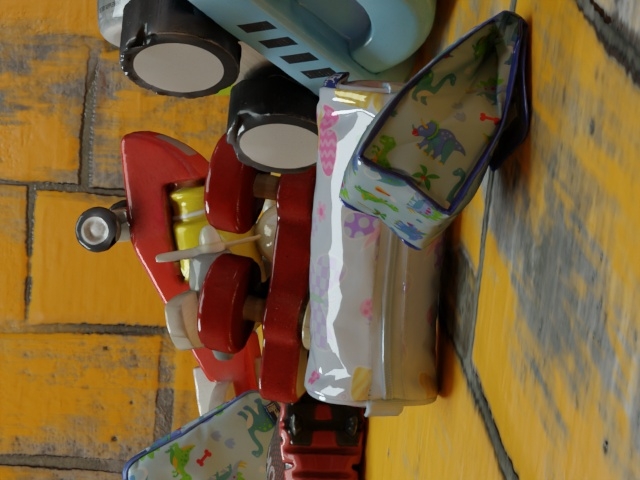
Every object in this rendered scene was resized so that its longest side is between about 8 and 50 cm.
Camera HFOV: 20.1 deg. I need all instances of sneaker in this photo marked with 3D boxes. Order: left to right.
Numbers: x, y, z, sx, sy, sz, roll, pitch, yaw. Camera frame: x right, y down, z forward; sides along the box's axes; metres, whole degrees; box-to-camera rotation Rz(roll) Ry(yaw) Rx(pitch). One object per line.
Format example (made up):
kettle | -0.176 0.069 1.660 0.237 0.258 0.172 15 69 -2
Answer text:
sneaker | -0.008 0.278 1.890 0.135 0.097 0.276 116 158 -72

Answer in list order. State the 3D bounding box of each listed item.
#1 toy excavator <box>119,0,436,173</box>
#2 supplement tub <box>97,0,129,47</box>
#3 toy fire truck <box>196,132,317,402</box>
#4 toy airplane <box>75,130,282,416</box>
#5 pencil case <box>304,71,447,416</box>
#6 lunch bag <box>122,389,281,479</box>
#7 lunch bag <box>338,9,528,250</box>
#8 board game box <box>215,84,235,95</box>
toy excavator | 0.013 -0.287 1.493 0.445 0.433 0.222 -19 54 35
supplement tub | -0.180 -0.418 2.273 0.207 0.207 0.338 135 133 -80
toy fire truck | 0.000 0.000 1.822 0.254 0.169 0.302 -36 -46 -67
toy airplane | -0.109 0.061 2.351 0.384 0.272 0.386 48 -162 -42
pencil case | 0.051 0.002 1.469 0.124 0.113 0.273 16 103 63
lunch bag | -0.115 0.296 2.188 0.176 0.219 0.090 62 171 5
lunch bag | 0.090 -0.081 1.270 0.151 0.096 0.129 -59 0 -14
board game box | -0.016 -0.195 1.794 0.043 0.181 0.092 87 -178 -62
